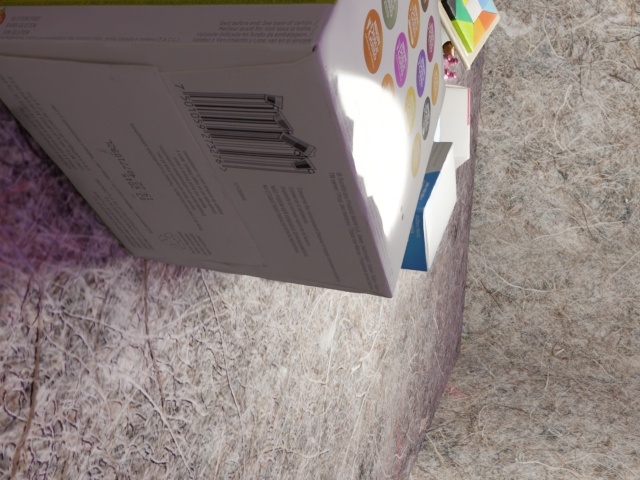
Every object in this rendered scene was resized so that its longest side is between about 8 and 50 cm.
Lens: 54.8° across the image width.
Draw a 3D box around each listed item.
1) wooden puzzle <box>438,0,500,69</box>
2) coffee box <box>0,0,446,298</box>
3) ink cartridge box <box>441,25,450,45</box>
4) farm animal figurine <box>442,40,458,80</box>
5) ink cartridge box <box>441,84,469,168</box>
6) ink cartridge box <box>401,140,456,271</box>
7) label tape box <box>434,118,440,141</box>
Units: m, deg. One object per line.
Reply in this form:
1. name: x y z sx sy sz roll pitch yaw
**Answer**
1. wooden puzzle: 0.379 -0.595 1.575 0.221 0.044 0.239 48 60 -33
2. coffee box: -0.068 -0.184 0.671 0.338 0.337 0.335 69 34 -51
3. ink cartridge box: 0.396 -0.653 1.806 0.203 0.085 0.148 -45 138 -61
4. farm animal figurine: 0.255 -0.566 1.609 0.330 0.172 0.327 -39 117 -36
5. ink cartridge box: 0.336 -0.304 1.796 0.283 0.117 0.208 122 -30 -82
6. ink cartridge box: 0.064 -0.075 1.086 0.223 0.307 0.129 -59 146 -45
7. label tape box: 0.132 -0.164 1.369 0.333 0.105 0.241 -33 130 -38
